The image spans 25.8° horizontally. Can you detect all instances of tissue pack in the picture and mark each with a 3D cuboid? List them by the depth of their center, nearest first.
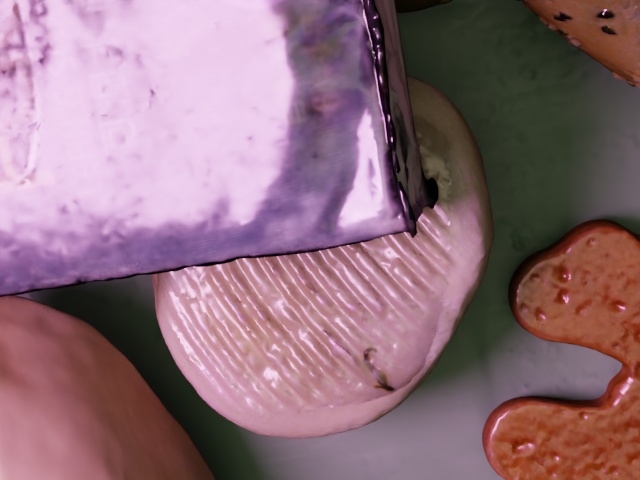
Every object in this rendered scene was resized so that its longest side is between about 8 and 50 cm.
[{"bbox_3d":[-0.133,-0.104,0.768,0.361,0.122,0.259,-8,95,14],"label":"tissue pack"}]

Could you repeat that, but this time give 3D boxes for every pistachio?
[{"bbox_3d":[-0.162,0.181,0.856,0.214,0.193,0.318,-23,103,-22],"label":"pistachio"}]

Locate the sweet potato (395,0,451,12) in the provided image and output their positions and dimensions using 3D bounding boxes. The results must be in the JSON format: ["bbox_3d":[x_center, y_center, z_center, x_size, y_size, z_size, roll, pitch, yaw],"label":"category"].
[{"bbox_3d":[-0.037,-0.182,0.872,0.249,0.059,0.069,5,110,9],"label":"sweet potato"}]

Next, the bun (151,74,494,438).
[{"bbox_3d":[0.000,0.000,0.858,0.210,0.116,0.237,42,102,7],"label":"bun"}]

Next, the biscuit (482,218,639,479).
[{"bbox_3d":[0.274,0.098,0.883,0.334,0.047,0.202,7,98,7],"label":"biscuit"}]

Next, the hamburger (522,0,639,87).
[{"bbox_3d":[0.169,-0.202,0.793,0.288,0.192,0.168,39,108,0],"label":"hamburger"}]
